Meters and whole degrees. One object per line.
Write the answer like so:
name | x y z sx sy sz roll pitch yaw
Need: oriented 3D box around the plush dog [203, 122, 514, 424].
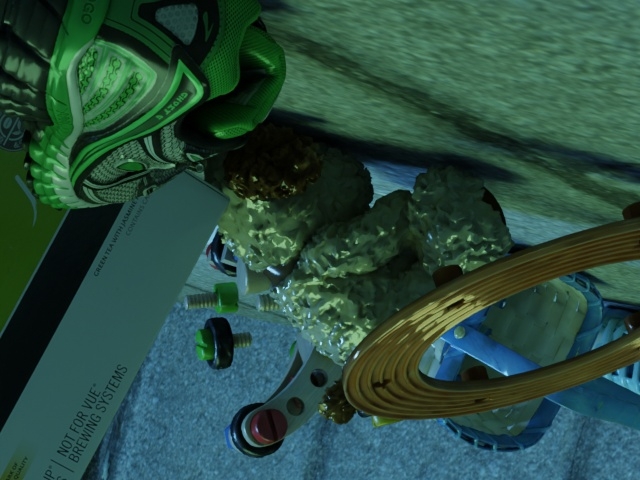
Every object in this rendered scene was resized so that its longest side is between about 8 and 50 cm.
plush dog | 0.000 0.000 1.561 0.225 0.210 0.262 42 171 -1

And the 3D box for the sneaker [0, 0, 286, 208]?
sneaker | -0.098 -0.080 1.147 0.146 0.134 0.343 14 174 1

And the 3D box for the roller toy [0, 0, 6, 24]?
roller toy | -0.268 -0.092 1.153 0.146 0.209 0.191 17 -166 -13

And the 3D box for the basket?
basket | 0.207 0.119 1.937 0.289 0.201 0.255 23 180 40

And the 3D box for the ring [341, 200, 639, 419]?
ring | 0.174 0.053 1.458 0.337 0.032 0.336 -15 158 -6

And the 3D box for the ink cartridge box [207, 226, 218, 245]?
ink cartridge box | -0.054 0.005 2.301 0.181 0.056 0.225 18 178 -33

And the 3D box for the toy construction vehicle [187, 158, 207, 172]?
toy construction vehicle | -0.125 -0.086 1.695 0.098 0.035 0.086 18 -175 -7

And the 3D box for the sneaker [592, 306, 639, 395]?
sneaker | 0.338 0.141 2.155 0.150 0.135 0.366 13 174 -8

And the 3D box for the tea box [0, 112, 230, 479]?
tea box | -0.308 0.028 1.474 0.323 0.329 0.220 34 167 -24

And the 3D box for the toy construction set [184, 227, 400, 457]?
toy construction set | 0.014 0.076 2.071 0.237 0.257 0.309 -4 147 -17
